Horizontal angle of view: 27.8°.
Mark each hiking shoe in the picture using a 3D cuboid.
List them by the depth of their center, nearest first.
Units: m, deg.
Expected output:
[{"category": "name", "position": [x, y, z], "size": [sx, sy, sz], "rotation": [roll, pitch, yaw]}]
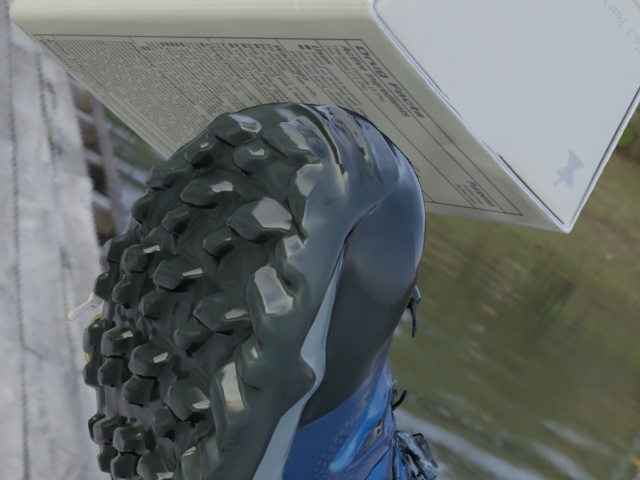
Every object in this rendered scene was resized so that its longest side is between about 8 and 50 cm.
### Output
[{"category": "hiking shoe", "position": [-0.008, 0.076, 0.435], "size": [0.132, 0.304, 0.113], "rotation": [-5, 46, -24]}]

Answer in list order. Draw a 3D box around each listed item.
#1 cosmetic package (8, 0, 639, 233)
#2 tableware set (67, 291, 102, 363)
[{"category": "cosmetic package", "position": [-0.007, -0.106, 0.653], "size": [0.309, 0.113, 0.160], "rotation": [11, -25, 49]}, {"category": "tableware set", "position": [-0.123, 0.096, 0.922], "size": [0.104, 0.024, 0.154], "rotation": [-48, 123, -62]}]
